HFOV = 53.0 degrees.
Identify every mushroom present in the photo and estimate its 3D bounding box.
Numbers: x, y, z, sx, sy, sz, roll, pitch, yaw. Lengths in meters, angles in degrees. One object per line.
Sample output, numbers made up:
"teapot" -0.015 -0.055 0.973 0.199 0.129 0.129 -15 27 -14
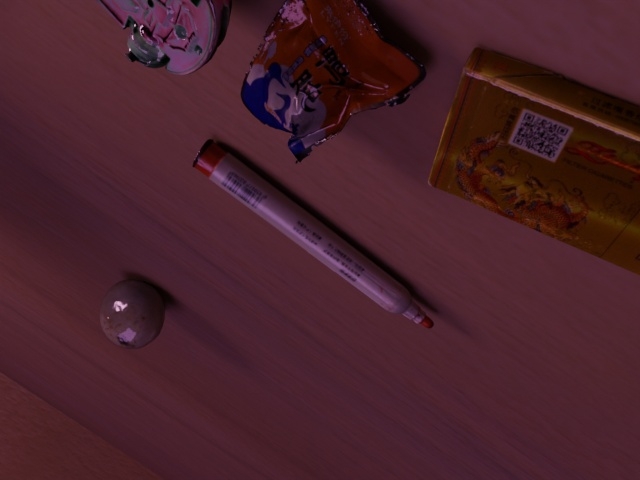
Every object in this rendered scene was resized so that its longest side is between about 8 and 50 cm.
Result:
"mushroom" -0.218 0.089 0.773 0.085 0.085 0.079 16 175 26

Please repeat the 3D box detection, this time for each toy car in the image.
"toy car" -0.097 -0.148 0.319 0.142 0.055 0.069 47 140 -4

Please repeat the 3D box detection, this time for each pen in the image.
"pen" 0.000 0.000 0.476 0.218 0.026 0.026 37 150 -8

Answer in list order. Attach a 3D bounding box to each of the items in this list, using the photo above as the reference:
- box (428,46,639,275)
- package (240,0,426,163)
"box" 0.134 -0.029 0.311 0.156 0.022 0.089 25 148 14
"package" 0.000 -0.087 0.343 0.077 0.033 0.111 56 135 5
